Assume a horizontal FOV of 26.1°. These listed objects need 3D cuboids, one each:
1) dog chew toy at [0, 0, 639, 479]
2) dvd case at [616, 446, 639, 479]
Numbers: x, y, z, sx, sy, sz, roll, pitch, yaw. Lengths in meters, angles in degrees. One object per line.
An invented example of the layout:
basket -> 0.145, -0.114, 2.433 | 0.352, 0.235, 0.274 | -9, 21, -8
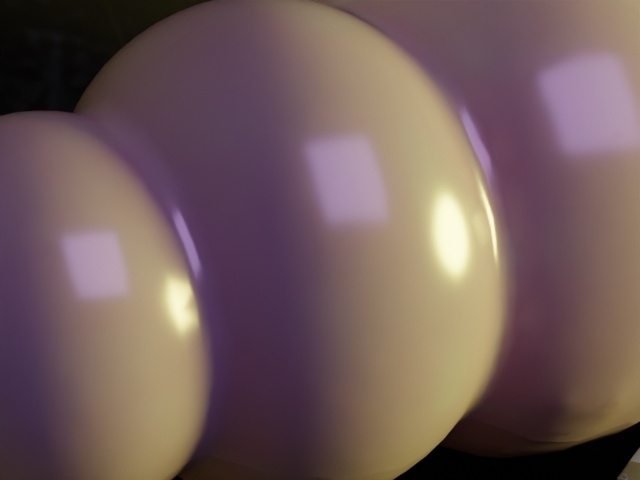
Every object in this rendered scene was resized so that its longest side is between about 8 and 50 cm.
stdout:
dog chew toy -> 0.000, 0.000, 0.490 | 0.331, 0.206, 0.207 | -17, 73, -31
dvd case -> 0.187, 0.102, 0.594 | 0.221, 0.018, 0.165 | -40, 130, -41
